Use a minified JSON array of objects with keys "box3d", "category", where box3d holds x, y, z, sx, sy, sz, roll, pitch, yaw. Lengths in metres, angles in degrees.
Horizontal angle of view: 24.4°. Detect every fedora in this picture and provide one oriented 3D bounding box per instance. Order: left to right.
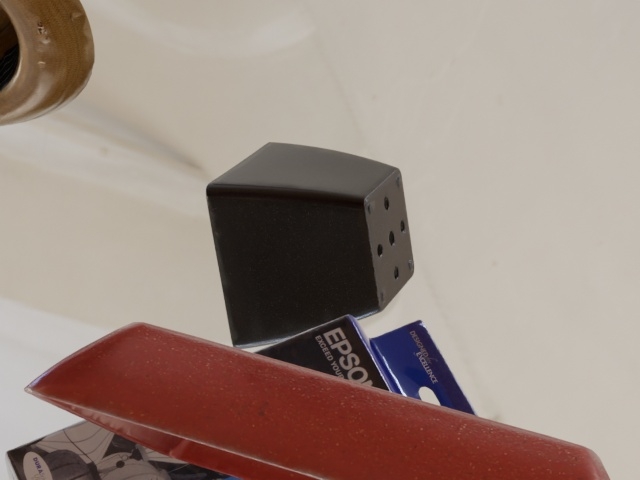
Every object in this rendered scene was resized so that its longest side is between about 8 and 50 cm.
[{"box3d":[-0.182,-0.125,0.657,0.194,0.194,0.079,15,-117,-9],"category":"fedora"}]

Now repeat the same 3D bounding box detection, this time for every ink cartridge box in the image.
[{"box3d":[-0.032,0.161,1.024,0.333,0.065,0.165,-21,-118,-19],"category":"ink cartridge box"}]

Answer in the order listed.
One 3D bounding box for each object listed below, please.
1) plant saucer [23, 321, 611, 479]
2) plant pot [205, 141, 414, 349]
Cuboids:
[{"box3d":[0.022,0.104,0.700,0.258,0.259,0.047,15,-101,12],"category":"plant saucer"},{"box3d":[0.000,0.000,1.607,0.167,0.187,0.188,-2,-162,23],"category":"plant pot"}]
